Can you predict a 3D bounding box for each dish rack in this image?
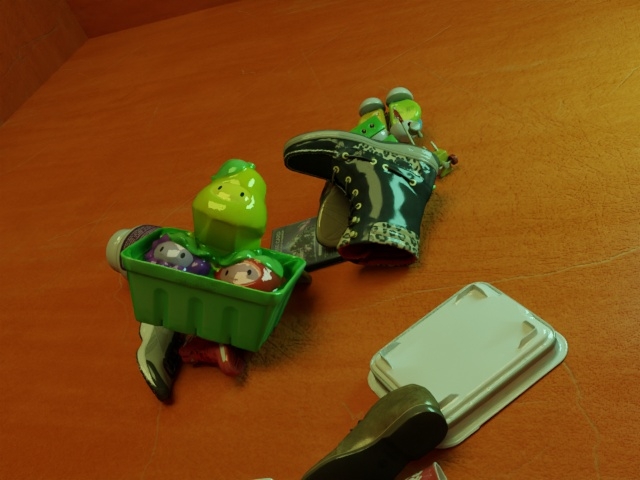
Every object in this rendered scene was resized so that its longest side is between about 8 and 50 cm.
[{"bbox_3d":[0.265,0.213,1.570,0.332,0.072,0.285,-34,34,-12],"label":"dish rack"}]

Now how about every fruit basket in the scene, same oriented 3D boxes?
[{"bbox_3d":[-0.219,0.014,1.812,0.391,0.392,0.283,-15,12,17],"label":"fruit basket"}]

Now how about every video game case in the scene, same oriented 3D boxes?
[{"bbox_3d":[0.000,0.000,2.063,0.274,0.026,0.196,-18,36,15],"label":"video game case"}]

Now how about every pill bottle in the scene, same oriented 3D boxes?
[{"bbox_3d":[-0.426,0.047,2.161,0.301,0.169,0.169,10,49,41],"label":"pill bottle"}]

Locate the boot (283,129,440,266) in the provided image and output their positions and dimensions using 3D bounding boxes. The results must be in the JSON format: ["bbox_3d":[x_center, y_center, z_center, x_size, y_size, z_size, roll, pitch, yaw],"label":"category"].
[{"bbox_3d":[0.078,-0.098,1.920,0.377,0.138,0.284,10,63,2],"label":"boot"}]

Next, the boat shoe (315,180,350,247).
[{"bbox_3d":[0.048,-0.097,2.056,0.092,0.102,0.285,-42,28,59],"label":"boat shoe"}]

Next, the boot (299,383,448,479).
[{"bbox_3d":[0.083,0.366,1.447,0.305,0.112,0.115,-36,24,10],"label":"boot"}]

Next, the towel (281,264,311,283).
[{"bbox_3d":[-0.147,0.096,1.975,0.237,0.102,0.021,-11,64,22],"label":"towel"}]

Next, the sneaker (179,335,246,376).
[{"bbox_3d":[-0.246,0.264,1.853,0.128,0.087,0.221,-35,22,3],"label":"sneaker"}]

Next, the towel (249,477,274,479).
[{"bbox_3d":[-0.186,0.558,1.457,0.209,0.034,0.285,-14,38,15],"label":"towel"}]

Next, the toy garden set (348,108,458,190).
[{"bbox_3d":[0.205,-0.215,2.077,0.203,0.049,0.244,-35,77,-15],"label":"toy garden set"}]

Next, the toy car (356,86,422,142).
[{"bbox_3d":[0.197,-0.314,2.246,0.182,0.136,0.159,-19,58,19],"label":"toy car"}]

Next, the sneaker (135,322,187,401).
[{"bbox_3d":[-0.361,0.258,1.909,0.108,0.100,0.272,-19,35,3],"label":"sneaker"}]

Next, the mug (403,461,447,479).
[{"bbox_3d":[0.137,0.454,1.309,0.169,0.113,0.150,-27,32,7],"label":"mug"}]
